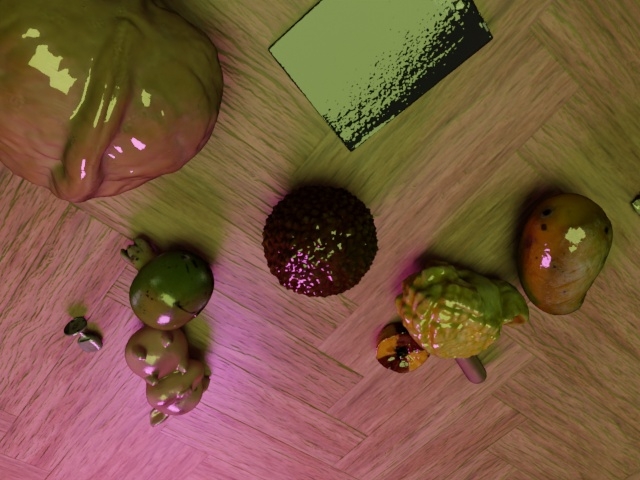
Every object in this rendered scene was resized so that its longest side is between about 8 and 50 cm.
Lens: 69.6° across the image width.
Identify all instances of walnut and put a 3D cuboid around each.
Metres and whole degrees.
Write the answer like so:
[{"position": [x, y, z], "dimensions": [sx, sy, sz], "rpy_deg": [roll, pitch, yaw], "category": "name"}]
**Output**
[{"position": [-0.341, -0.232, 0.702], "dimensions": [0.382, 0.381, 0.381], "rpy_deg": [-1, 118, -3], "category": "walnut"}]

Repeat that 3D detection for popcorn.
[{"position": [0.305, 0.171, 1.052], "dimensions": [0.286, 0.173, 0.225], "rpy_deg": [15, 124, -21], "category": "popcorn"}]

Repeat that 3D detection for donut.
[{"position": [0.205, 0.269, 1.159], "dimensions": [0.141, 0.059, 0.140], "rpy_deg": [-2, 118, -3], "category": "donut"}]

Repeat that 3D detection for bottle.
[{"position": [0.384, 0.313, 1.197], "dimensions": [0.053, 0.053, 0.140], "rpy_deg": [-30, 116, 12], "category": "bottle"}]

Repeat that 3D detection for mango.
[{"position": [0.522, 0.041, 1.009], "dimensions": [0.177, 0.175, 0.329], "rpy_deg": [9, 139, 16], "category": "mango"}]

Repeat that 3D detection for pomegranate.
[{"position": [-0.337, 0.098, 0.983], "dimensions": [0.211, 0.179, 0.179], "rpy_deg": [16, 118, 11], "category": "pomegranate"}]

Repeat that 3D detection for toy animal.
[{"position": [-0.367, 0.309, 1.094], "dimensions": [0.167, 0.154, 0.250], "rpy_deg": [-22, 114, -17], "category": "toy animal"}]

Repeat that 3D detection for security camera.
[{"position": [-0.566, 0.233, 1.107], "dimensions": [0.058, 0.058, 0.092], "rpy_deg": [-11, 130, 3], "category": "security camera"}]

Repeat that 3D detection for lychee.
[{"position": [0.000, 0.000, 0.903], "dimensions": [0.236, 0.271, 0.235], "rpy_deg": [0, 90, -8], "category": "lychee"}]

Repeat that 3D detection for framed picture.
[{"position": [0.111, -0.362, 0.846], "dimensions": [0.339, 0.014, 0.255], "rpy_deg": [-37, 114, 16], "category": "framed picture"}]

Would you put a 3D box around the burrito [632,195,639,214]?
[{"position": [0.773, -0.041, 1.039], "dimensions": [0.186, 0.041, 0.045], "rpy_deg": [32, 121, -16], "category": "burrito"}]
